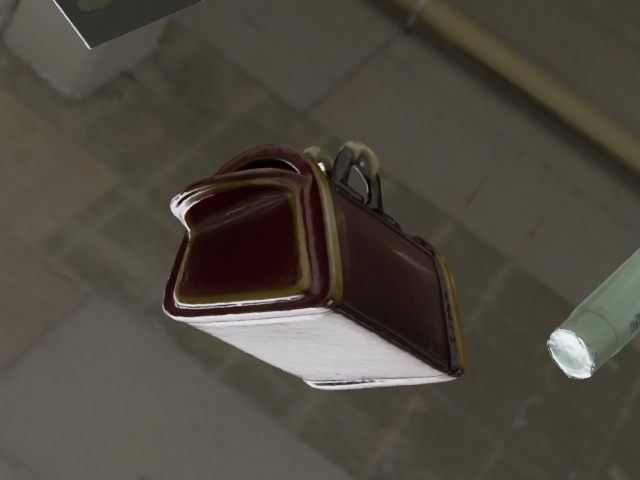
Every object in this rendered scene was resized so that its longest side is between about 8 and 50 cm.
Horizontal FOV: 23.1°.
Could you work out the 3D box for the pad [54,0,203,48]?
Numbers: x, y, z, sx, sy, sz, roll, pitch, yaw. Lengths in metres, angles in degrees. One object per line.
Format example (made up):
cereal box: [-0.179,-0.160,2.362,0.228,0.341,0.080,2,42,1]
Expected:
pad: [-0.129,-0.199,0.984,0.190,0.127,0.004,57,-167,-55]

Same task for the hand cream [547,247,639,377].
hand cream: [0.268,0.044,1.330,0.050,0.078,0.205,11,-144,42]

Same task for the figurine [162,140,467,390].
figurine: [-0.001,0.000,0.659,0.154,0.082,0.098,35,-121,-51]
